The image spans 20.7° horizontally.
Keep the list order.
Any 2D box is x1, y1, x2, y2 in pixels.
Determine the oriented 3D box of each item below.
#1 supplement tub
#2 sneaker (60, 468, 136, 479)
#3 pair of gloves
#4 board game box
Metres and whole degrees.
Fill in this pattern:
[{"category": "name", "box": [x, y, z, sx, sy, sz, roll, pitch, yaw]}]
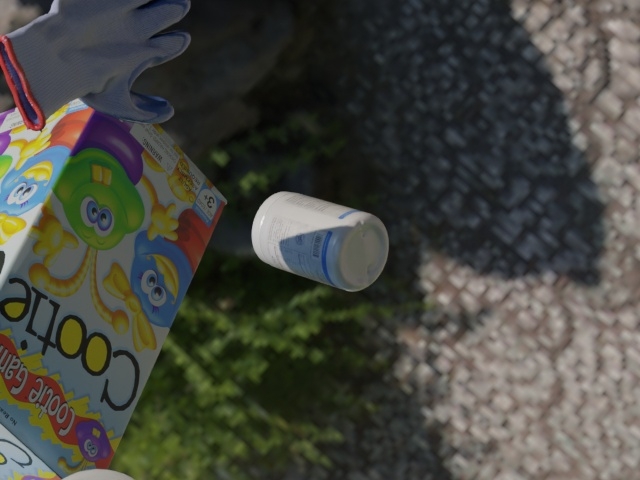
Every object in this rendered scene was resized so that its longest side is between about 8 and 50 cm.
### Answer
[{"category": "supplement tub", "box": [0.000, 0.000, 1.529, 0.107, 0.071, 0.071, 18, 146, 44]}, {"category": "sneaker", "box": [-0.122, 0.322, 1.134, 0.150, 0.135, 0.366, -6, 99, 67]}, {"category": "pair of gloves", "box": [-0.116, -0.141, 0.836, 0.023, 0.159, 0.198, -8, 110, 29]}, {"category": "board game box", "box": [-0.201, 0.040, 1.228, 0.144, 0.275, 0.142, -14, 130, 37]}]
